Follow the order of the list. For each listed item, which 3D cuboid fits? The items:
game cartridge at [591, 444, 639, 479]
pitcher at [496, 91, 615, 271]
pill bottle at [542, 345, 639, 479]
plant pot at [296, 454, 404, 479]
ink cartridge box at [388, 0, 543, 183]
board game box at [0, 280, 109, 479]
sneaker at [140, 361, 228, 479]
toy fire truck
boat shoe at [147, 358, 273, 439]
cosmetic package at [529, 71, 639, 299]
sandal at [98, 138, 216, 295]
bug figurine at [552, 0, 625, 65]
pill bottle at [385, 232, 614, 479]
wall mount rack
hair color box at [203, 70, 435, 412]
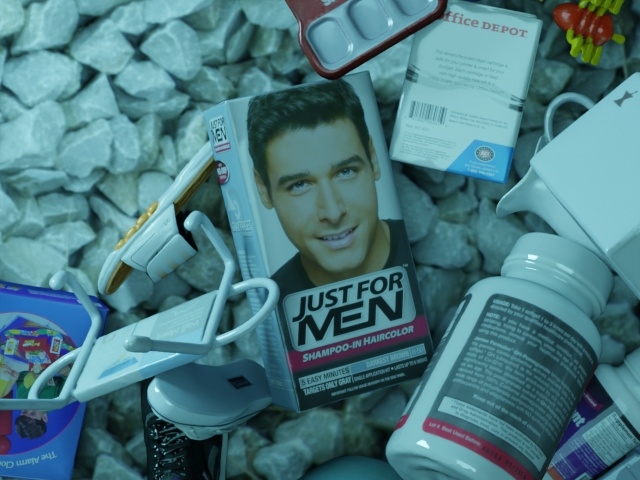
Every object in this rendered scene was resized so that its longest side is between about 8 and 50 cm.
[{"bbox_3d":[0.359,0.389,1.873,0.294,0.060,0.196,-37,92,8],"label":"game cartridge"},{"bbox_3d":[0.337,-0.065,1.809,0.207,0.125,0.177,25,101,9],"label":"pitcher"},{"bbox_3d":[0.335,0.216,1.841,0.193,0.108,0.108,-38,90,8],"label":"pill bottle"},{"bbox_3d":[0.044,0.376,1.831,0.290,0.290,0.195,17,60,5],"label":"plant pot"},{"bbox_3d":[0.175,-0.182,1.838,0.148,0.086,0.203,13,95,6],"label":"ink cartridge box"},{"bbox_3d":[-0.458,0.160,1.868,0.347,0.078,0.233,11,96,-23],"label":"board game box"},{"bbox_3d":[-0.169,0.284,1.898,0.107,0.124,0.283,-11,93,7],"label":"sneaker"},{"bbox_3d":[0.074,-0.358,1.773,0.302,0.169,0.254,-30,85,1],"label":"toy fire truck"},{"bbox_3d":[-0.135,0.202,1.825,0.095,0.258,0.084,47,108,23],"label":"boat shoe"},{"bbox_3d":[0.445,0.054,1.659,0.161,0.230,0.453,-40,119,8],"label":"cosmetic package"},{"bbox_3d":[-0.175,-0.020,1.886,0.076,0.102,0.265,41,96,5],"label":"sandal"},{"bbox_3d":[0.315,-0.359,1.777,0.216,0.072,0.279,22,95,-33],"label":"bug figurine"},{"bbox_3d":[0.220,0.154,1.770,0.176,0.176,0.318,29,69,4],"label":"pill bottle"},{"bbox_3d":[-0.230,0.107,1.706,0.350,0.304,0.130,-23,115,21],"label":"wall mount rack"},{"bbox_3d":[0.000,0.000,1.831,0.185,0.113,0.374,-14,93,-17],"label":"hair color box"}]
